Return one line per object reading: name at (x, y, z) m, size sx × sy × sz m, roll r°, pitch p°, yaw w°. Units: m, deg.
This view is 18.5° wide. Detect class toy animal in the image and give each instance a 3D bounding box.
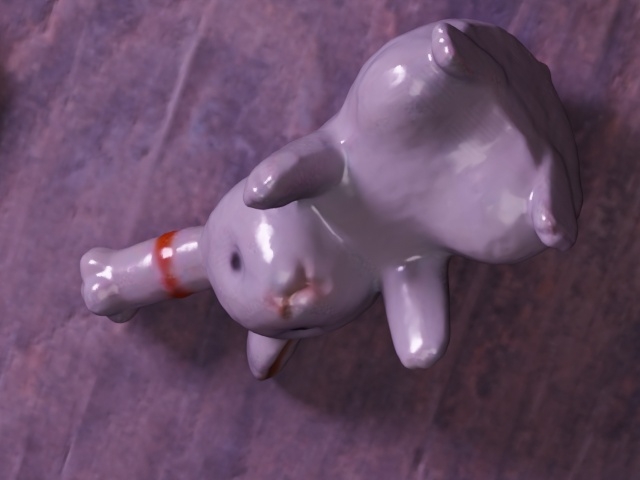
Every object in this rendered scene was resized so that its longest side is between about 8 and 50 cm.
toy animal at (0.005, 0.001, 1.024) m, size 0.282 × 0.138 × 0.140 m, roll -35°, pitch 106°, yaw 13°
